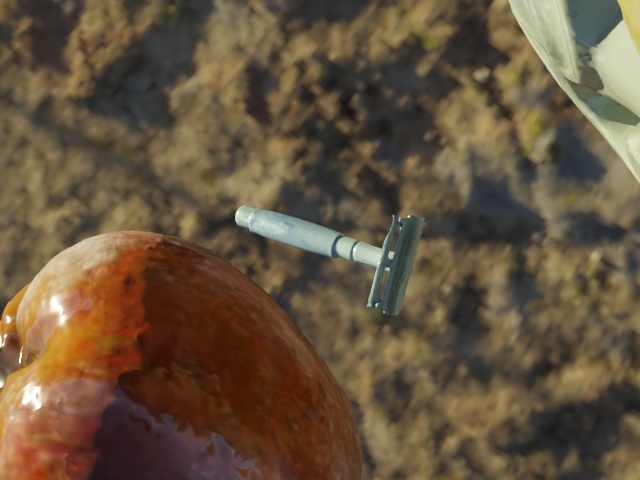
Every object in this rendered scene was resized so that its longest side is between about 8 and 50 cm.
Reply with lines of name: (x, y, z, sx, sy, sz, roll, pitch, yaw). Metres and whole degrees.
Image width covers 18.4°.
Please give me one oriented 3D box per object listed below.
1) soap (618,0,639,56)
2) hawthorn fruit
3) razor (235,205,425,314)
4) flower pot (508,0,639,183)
soap: (0.169, -0.040, 0.217, 0.315, 0.091, 0.199, -4, 113, 59)
hawthorn fruit: (-0.084, 0.109, 1.059, 0.263, 0.231, 0.235, -3, 165, -6)
razor: (0.000, 0.000, 1.326, 0.135, 0.040, 0.068, 17, 92, 28)
flower pot: (0.200, -0.123, 1.036, 0.164, 0.367, 0.254, -32, 75, 6)
